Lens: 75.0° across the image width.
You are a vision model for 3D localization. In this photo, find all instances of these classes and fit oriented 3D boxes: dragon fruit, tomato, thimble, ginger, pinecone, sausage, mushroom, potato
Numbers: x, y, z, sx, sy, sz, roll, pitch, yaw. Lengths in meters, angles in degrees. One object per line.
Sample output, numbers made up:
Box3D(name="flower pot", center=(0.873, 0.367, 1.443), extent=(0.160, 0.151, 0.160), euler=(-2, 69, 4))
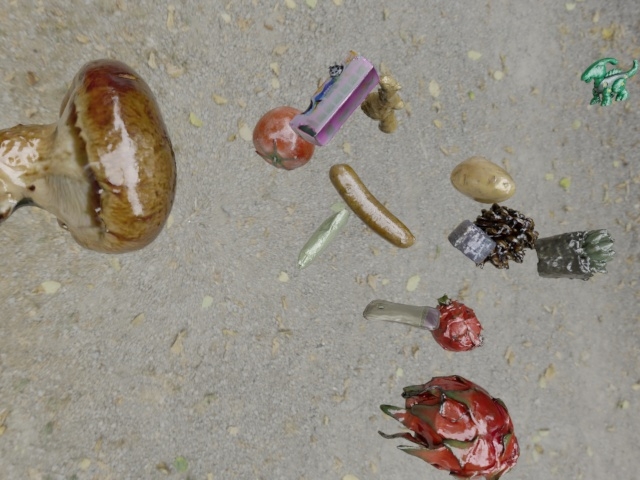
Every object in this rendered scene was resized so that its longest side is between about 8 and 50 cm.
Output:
Box3D(name="dragon fruit", center=(0.253, 0.357, 0.811), extent=(0.274, 0.192, 0.193), euler=(25, 105, 8))
Box3D(name="tomato", center=(-0.142, -0.427, 1.726), extent=(0.264, 0.265, 0.265), euler=(-1, 93, -17))
Box3D(name="thimble", center=(0.528, 0.002, 1.454), extent=(0.150, 0.150, 0.098), euler=(33, 109, -16))
Box3D(name="ginger", center=(0.212, -0.461, 1.402), extent=(0.148, 0.334, 0.081), euler=(33, 81, 5))
Box3D(name="dragon fruit", center=(0.467, 0.301, 1.458), extent=(0.172, 0.172, 0.209), euler=(-25, 59, -15))
Box3D(name="pinecone", center=(0.697, -0.005, 1.593), extent=(0.243, 0.243, 0.257), euler=(12, 90, -18))
Box3D(name="sausage", center=(0.218, -0.143, 1.861), extent=(0.501, 0.123, 0.136), euler=(47, 114, -2))
Box3D(name="mushroom", center=(-0.297, -0.105, 0.532), extent=(0.267, 0.254, 0.267), euler=(2, 98, 18))
Box3D(name="potato", center=(0.478, -0.182, 1.233), extent=(0.161, 0.235, 0.128), euler=(30, 98, 0))

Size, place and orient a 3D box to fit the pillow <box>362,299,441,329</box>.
Box3D(name="pillow", center=(0.253, 0.226, 1.291), extent=(0.232, 0.131, 0.038), euler=(8, 115, 20))

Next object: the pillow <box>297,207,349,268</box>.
Box3D(name="pillow", center=(0.001, -0.001, 1.603), extent=(0.076, 0.281, 0.274), euler=(40, 86, 3))

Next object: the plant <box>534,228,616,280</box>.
Box3D(name="plant", center=(0.701, 0.043, 1.151), extent=(0.129, 0.194, 0.132), euler=(18, 67, -54))

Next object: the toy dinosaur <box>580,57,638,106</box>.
Box3D(name="toy dinosaur", center=(0.624, -0.348, 0.896), extent=(0.132, 0.059, 0.096), euler=(-24, 117, -2))

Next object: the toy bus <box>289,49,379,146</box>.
Box3D(name="toy bus", center=(0.039, -0.394, 1.176), extent=(0.274, 0.112, 0.090), euler=(-50, 149, 4))
